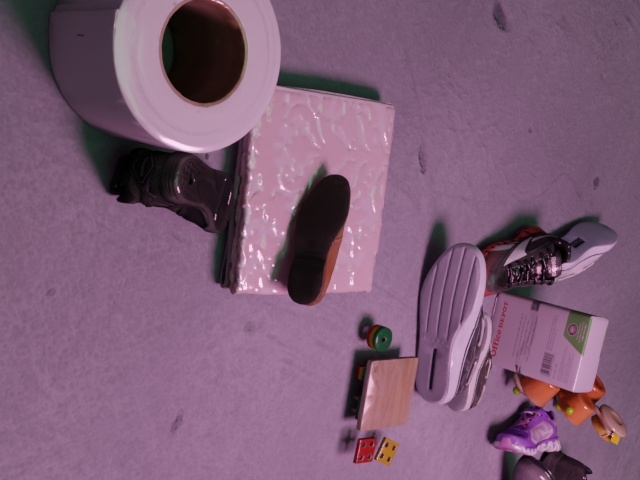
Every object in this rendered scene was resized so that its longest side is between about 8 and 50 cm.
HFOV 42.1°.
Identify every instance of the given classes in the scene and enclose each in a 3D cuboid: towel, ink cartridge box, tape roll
[{"bbox_3d":[-0.011,-0.075,1.349,0.317,0.053,0.332,1,100,-42],"label":"towel"},{"bbox_3d":[0.473,0.211,1.761,0.092,0.219,0.160,11,94,-47],"label":"ink cartridge box"},{"bbox_3d":[-0.194,-0.241,1.056,0.246,0.169,0.246,-13,110,-41],"label":"tape roll"}]

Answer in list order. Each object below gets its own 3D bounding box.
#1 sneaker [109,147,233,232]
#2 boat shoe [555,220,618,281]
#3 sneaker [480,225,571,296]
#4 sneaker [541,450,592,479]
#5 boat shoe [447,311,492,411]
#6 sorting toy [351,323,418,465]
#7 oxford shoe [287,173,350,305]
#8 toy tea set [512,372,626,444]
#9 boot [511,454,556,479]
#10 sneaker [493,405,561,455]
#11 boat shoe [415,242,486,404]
[{"bbox_3d":[-0.204,-0.073,1.158,0.227,0.130,0.087,35,69,-71],"label":"sneaker"},{"bbox_3d":[0.590,0.027,1.925,0.258,0.095,0.084,-17,140,-36],"label":"boat shoe"},{"bbox_3d":[0.420,0.050,1.728,0.276,0.135,0.098,-23,118,-36],"label":"sneaker"},{"bbox_3d":[0.618,0.661,2.071,0.109,0.130,0.286,-30,121,-36],"label":"sneaker"},{"bbox_3d":[0.317,0.248,1.727,0.070,0.077,0.219,0,109,-42],"label":"boat shoe"},{"bbox_3d":[0.113,0.290,1.561,0.132,0.046,0.275,4,98,-44],"label":"sorting toy"},{"bbox_3d":[0.000,0.000,1.309,0.076,0.076,0.212,36,70,-72],"label":"oxford shoe"},{"bbox_3d":[0.553,0.364,1.934,0.336,0.200,0.124,31,120,-28],"label":"toy tea set"},{"bbox_3d":[0.430,0.669,1.887,0.222,0.118,0.338,-24,122,-36],"label":"boot"},{"bbox_3d":[0.477,0.434,1.915,0.236,0.095,0.105,8,88,-49],"label":"sneaker"},{"bbox_3d":[0.265,0.158,1.639,0.119,0.121,0.335,-12,120,-49],"label":"boat shoe"}]
